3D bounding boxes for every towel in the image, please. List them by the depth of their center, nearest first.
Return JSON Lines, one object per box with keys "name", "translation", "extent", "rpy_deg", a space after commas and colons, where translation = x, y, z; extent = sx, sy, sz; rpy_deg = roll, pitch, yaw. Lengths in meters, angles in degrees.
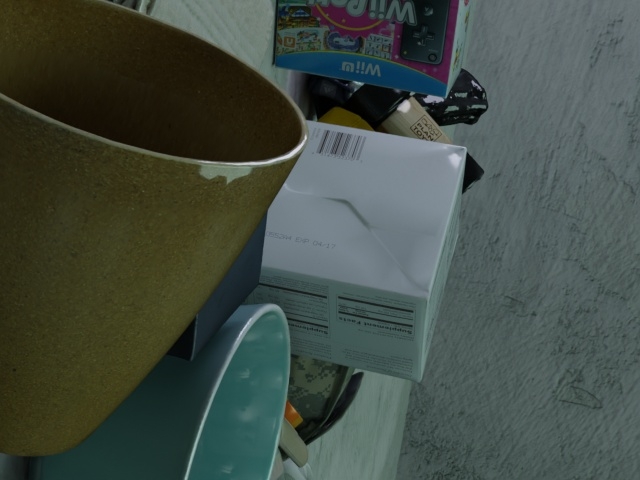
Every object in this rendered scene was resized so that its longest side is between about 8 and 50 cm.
{"name": "towel", "translation": [-0.116, -0.185, 1.062], "extent": [0.282, 0.049, 0.187], "rpy_deg": [47, 54, -68]}

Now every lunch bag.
{"name": "lunch bag", "translation": [-0.022, 0.164, 1.638], "extent": [0.235, 0.169, 0.287], "rpy_deg": [-48, 157, -73]}

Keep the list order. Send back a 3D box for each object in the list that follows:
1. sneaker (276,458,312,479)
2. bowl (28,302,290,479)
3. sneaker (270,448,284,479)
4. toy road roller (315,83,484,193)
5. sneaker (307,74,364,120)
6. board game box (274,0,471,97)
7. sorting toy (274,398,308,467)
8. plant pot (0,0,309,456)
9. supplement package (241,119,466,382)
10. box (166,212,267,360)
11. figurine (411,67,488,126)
{"name": "sneaker", "translation": [-0.020, 0.451, 1.706], "extent": [0.447, 0.258, 0.169], "rpy_deg": [-39, 140, -72]}
{"name": "bowl", "translation": [-0.150, 0.190, 1.063], "extent": [0.311, 0.163, 0.311], "rpy_deg": [13, 90, -79]}
{"name": "sneaker", "translation": [-0.145, 0.253, 1.341], "extent": [0.302, 0.108, 0.121], "rpy_deg": [-19, 94, -66]}
{"name": "toy road roller", "translation": [0.035, -0.050, 1.558], "extent": [0.329, 0.202, 0.240], "rpy_deg": [-43, -179, -38]}
{"name": "sneaker", "translation": [0.037, -0.255, 1.618], "extent": [0.300, 0.111, 0.121], "rpy_deg": [84, 26, -51]}
{"name": "board game box", "translation": [0.071, -0.341, 1.391], "extent": [0.097, 0.224, 0.303], "rpy_deg": [-61, 160, -56]}
{"name": "sorting toy", "translation": [-0.081, 0.150, 1.322], "extent": [0.038, 0.208, 0.193], "rpy_deg": [-36, 160, -6]}
{"name": "plant pot", "translation": [-0.160, 0.002, 0.741], "extent": [0.254, 0.237, 0.237], "rpy_deg": [-68, 173, 23]}
{"name": "supplement package", "translation": [0.000, 0.000, 1.205], "extent": [0.145, 0.262, 0.204], "rpy_deg": [88, 17, -51]}
{"name": "box", "translation": [-0.141, 0.007, 0.926], "extent": [0.156, 0.158, 0.093], "rpy_deg": [-50, 151, -64]}
{"name": "figurine", "translation": [0.120, -0.157, 1.786], "extent": [0.209, 0.092, 0.215], "rpy_deg": [-17, 152, -43]}
